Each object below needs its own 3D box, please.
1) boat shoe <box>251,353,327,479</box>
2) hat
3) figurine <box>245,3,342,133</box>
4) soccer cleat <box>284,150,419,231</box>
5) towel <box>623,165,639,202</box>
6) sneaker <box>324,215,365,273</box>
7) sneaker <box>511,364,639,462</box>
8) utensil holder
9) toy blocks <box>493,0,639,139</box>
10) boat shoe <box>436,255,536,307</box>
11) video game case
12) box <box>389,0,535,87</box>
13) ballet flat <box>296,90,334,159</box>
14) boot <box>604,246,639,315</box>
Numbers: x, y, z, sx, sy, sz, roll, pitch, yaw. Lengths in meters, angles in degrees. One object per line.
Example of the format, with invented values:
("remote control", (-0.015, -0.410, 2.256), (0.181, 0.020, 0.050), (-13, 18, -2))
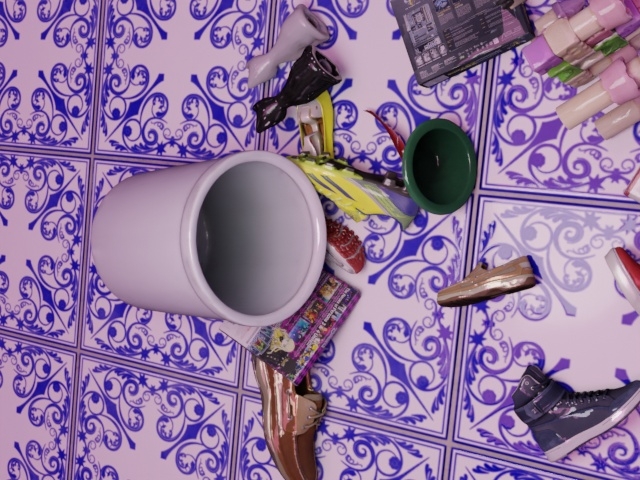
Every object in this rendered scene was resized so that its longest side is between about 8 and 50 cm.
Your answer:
("boat shoe", (-0.053, 0.352, 1.650), (0.119, 0.122, 0.324), (-17, 83, 21))
("hat", (0.187, -0.150, 1.547), (0.183, 0.172, 0.209), (-3, 76, 61))
("figurine", (-0.075, -0.354, 1.635), (0.209, 0.092, 0.215), (-35, 50, 29))
("soccer cleat", (0.055, -0.096, 1.558), (0.289, 0.093, 0.121), (17, 113, 6))
("towel", (0.703, -0.093, 1.278), (0.329, 0.037, 0.237), (36, 109, 27))
("sneaker", (0.000, 0.000, 1.642), (0.225, 0.088, 0.093), (38, 125, 24))
("sneaker", (0.450, 0.273, 1.399), (0.226, 0.086, 0.163), (-41, 76, 24))
("utensil holder", (-0.236, -0.004, 1.574), (0.385, 0.327, 0.328), (0, 91, 46))
("toy blocks", (0.475, -0.358, 1.258), (0.260, 0.288, 0.309), (-34, 74, 31))
("boat shoe", (0.309, 0.075, 1.488), (0.189, 0.068, 0.072), (-16, 72, 18))
("video game case", (-0.065, 0.151, 1.641), (0.210, 0.042, 0.232), (31, 78, 24))
("box", (0.267, -0.422, 1.492), (0.232, 0.059, 0.184), (-22, 81, 27))
("ballet flat", (-0.014, -0.229, 1.635), (0.077, 0.077, 0.231), (-8, 88, 29))
("boot", (0.611, 0.076, 1.312), (0.176, 0.088, 0.244), (-41, 81, 22))
